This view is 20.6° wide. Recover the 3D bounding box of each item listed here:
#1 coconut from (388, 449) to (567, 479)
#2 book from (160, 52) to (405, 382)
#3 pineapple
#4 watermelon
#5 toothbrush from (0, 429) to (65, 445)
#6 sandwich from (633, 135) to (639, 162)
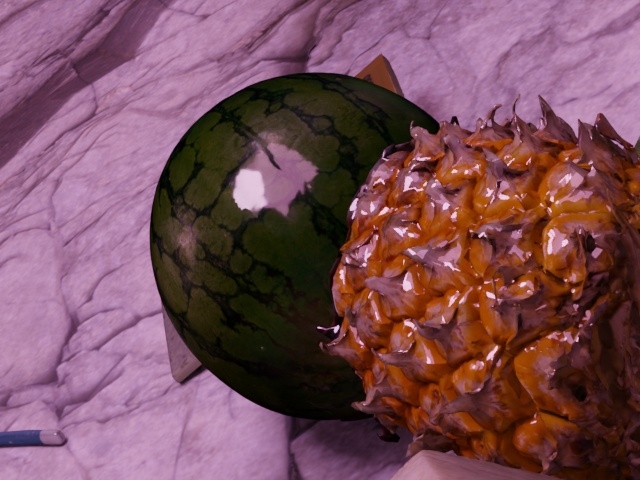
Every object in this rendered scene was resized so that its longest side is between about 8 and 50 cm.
[{"bbox_3d":[0.138,0.299,1.284,0.328,0.329,0.329,-25,35,19],"label":"coconut"},{"bbox_3d":[-0.044,-0.030,2.040,0.389,0.032,0.269,-40,32,15],"label":"book"},{"bbox_3d":[0.198,0.049,1.466,0.352,0.352,0.300,-51,30,-21],"label":"pineapple"},{"bbox_3d":[0.000,0.000,1.737,0.363,0.363,0.363,-25,35,19],"label":"watermelon"},{"bbox_3d":[-0.403,0.239,2.118,0.275,0.019,0.025,-8,35,38],"label":"toothbrush"},{"bbox_3d":[0.379,-0.084,1.719,0.116,0.074,0.074,-3,46,42],"label":"sandwich"}]
